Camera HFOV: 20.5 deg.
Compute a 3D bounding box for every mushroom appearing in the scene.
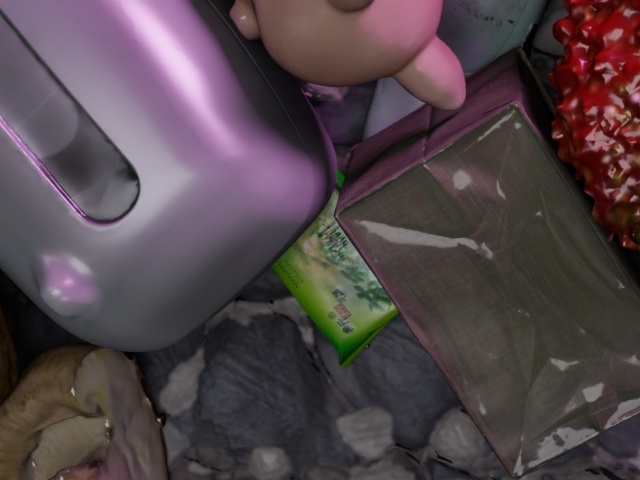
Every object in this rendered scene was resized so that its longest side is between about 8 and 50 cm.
[{"bbox_3d":[-0.202,0.223,1.350,0.151,0.156,0.286,-7,88,24],"label":"mushroom"}]

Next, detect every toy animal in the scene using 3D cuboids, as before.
[{"bbox_3d":[0.003,-0.205,1.178,0.154,0.166,0.250,-43,49,25],"label":"toy animal"}]

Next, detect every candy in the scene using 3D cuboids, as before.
[{"bbox_3d":[0.000,0.000,1.317,0.102,0.032,0.178,-38,92,16],"label":"candy"}]

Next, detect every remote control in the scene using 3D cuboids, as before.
[{"bbox_3d":[0.104,-0.149,1.259,0.097,0.045,0.256,22,109,4],"label":"remote control"}]

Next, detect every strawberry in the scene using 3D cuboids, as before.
[{"bbox_3d":[0.269,-0.142,1.118,0.233,0.137,0.306,14,70,-17],"label":"strawberry"}]

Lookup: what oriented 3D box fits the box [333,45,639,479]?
[{"bbox_3d":[0.132,0.015,1.216,0.155,0.149,0.231,-30,104,15],"label":"box"}]

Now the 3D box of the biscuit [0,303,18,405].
[{"bbox_3d":[-0.343,0.016,1.334,0.257,0.049,0.273,-13,106,40],"label":"biscuit"}]

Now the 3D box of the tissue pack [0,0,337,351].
[{"bbox_3d":[-0.160,-0.094,1.207,0.229,0.236,0.333,-42,85,18],"label":"tissue pack"}]
